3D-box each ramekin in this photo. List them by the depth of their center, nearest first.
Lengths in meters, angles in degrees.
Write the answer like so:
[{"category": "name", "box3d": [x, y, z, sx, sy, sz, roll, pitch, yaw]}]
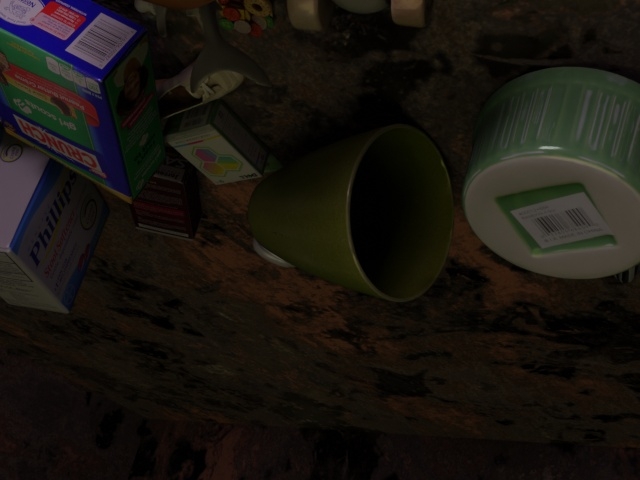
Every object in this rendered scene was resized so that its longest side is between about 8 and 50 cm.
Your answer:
[{"category": "ramekin", "box3d": [0.348, -0.079, 1.069, 0.303, 0.148, 0.303, 18, 147, 12]}]

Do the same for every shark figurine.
[{"category": "shark figurine", "box3d": [-0.149, -0.311, 0.959, 0.116, 0.278, 0.166, -14, 131, -29]}]

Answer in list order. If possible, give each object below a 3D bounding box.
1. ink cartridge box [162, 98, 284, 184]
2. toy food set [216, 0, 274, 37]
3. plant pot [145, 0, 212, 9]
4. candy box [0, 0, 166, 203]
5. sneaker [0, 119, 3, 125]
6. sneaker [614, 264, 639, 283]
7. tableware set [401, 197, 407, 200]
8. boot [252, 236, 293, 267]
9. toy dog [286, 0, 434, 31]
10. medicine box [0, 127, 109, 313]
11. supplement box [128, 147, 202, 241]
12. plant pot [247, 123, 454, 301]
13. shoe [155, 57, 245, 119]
[{"category": "ink cartridge box", "box3d": [-0.165, -0.154, 1.327, 0.109, 0.062, 0.209, -7, 147, 33]}, {"category": "toy food set", "box3d": [-0.104, -0.315, 1.043, 0.083, 0.020, 0.082, 12, 153, 4]}, {"category": "plant pot", "box3d": [-0.174, -0.365, 0.741, 0.291, 0.290, 0.203, -5, 163, 32]}, {"category": "candy box", "box3d": [-0.386, -0.234, 1.157, 0.268, 0.122, 0.317, 28, 154, 9]}, {"category": "sneaker", "box3d": [-0.604, -0.246, 1.373, 0.222, 0.083, 0.118, 7, 171, -1]}, {"category": "sneaker", "box3d": [0.527, -0.031, 1.244, 0.098, 0.083, 0.223, -24, 137, -9]}, {"category": "tableware set", "box3d": [0.153, -0.039, 1.414, 0.128, 0.039, 0.194, 20, 152, -10]}, {"category": "boot", "box3d": [0.000, 0.000, 1.524, 0.258, 0.095, 0.123, 11, 148, -12]}, {"category": "toy dog", "box3d": [0.052, -0.372, 0.773, 0.220, 0.161, 0.333, 19, 137, -3]}, {"category": "medicine box", "box3d": [-0.581, -0.033, 1.533, 0.149, 0.263, 0.289, 9, 152, 10]}, {"category": "supplement box", "box3d": [-0.313, -0.093, 1.499, 0.130, 0.073, 0.239, 13, 153, 1]}, {"category": "plant pot", "box3d": [0.024, -0.046, 1.260, 0.293, 0.274, 0.275, 2, 152, 43]}, {"category": "shoe", "box3d": [-0.204, -0.235, 1.197, 0.219, 0.058, 0.076, -10, 144, 39]}]
